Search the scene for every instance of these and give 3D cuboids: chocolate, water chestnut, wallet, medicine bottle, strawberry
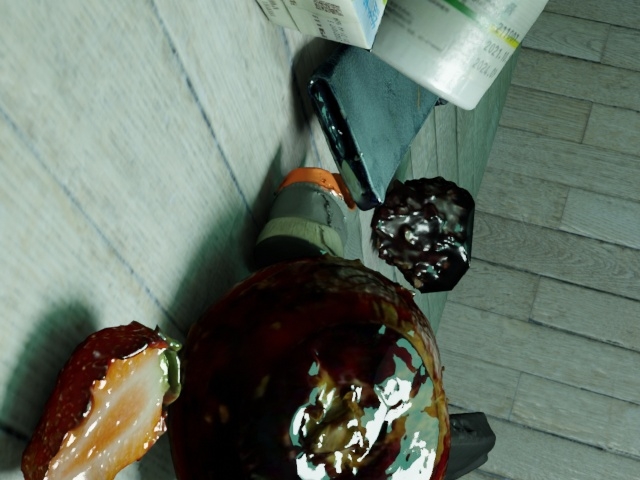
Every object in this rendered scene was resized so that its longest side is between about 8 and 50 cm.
[{"bbox_3d":[0.159,-0.027,2.013,0.177,0.206,0.224,16,75,-33],"label":"chocolate"},{"bbox_3d":[-0.025,0.182,1.178,0.302,0.350,0.351,-5,-116,58],"label":"water chestnut"},{"bbox_3d":[0.077,-0.202,1.420,0.191,0.046,0.379,62,28,-19],"label":"wallet"},{"bbox_3d":[0.147,-0.309,1.249,0.232,0.238,0.238,-57,170,13],"label":"medicine bottle"},{"bbox_3d":[-0.182,0.142,0.852,0.187,0.082,0.147,-50,146,-48],"label":"strawberry"}]

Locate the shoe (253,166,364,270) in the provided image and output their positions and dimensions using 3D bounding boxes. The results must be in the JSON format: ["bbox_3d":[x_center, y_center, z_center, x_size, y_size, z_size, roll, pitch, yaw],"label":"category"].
[{"bbox_3d":[0.000,0.000,1.381,0.336,0.132,0.171,65,32,-65],"label":"shoe"}]

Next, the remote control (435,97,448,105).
[{"bbox_3d":[0.191,-0.308,1.960,0.266,0.066,0.090,18,73,-72],"label":"remote control"}]

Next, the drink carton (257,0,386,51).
[{"bbox_3d":[0.030,-0.382,1.052,0.194,0.132,0.325,42,65,-76],"label":"drink carton"}]

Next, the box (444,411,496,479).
[{"bbox_3d":[0.064,0.349,1.458,0.359,0.091,0.350,-37,161,14],"label":"box"}]
